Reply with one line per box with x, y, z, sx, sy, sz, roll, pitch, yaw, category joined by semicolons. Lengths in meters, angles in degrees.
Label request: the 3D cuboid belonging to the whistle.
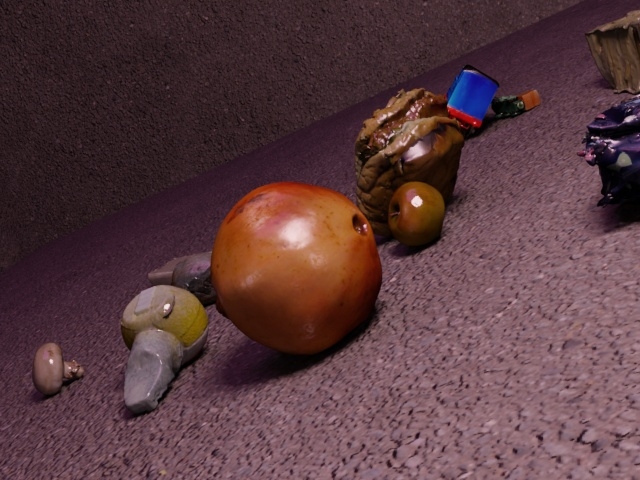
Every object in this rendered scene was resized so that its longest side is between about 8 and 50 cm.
-0.211;0.148;1.251;0.123;0.123;0.223;-22;34;20;whistle

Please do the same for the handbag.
0.387;-0.119;1.042;0.162;0.113;0.260;-11;11;32;handbag

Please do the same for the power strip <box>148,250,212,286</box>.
-0.271;0.058;1.844;0.081;0.035;0.192;-36;15;-33;power strip

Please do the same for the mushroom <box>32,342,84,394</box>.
-0.416;0.203;1.481;0.079;0.085;0.085;0;4;-18;mushroom

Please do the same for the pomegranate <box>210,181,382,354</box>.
-0.025;0.031;1.090;0.209;0.209;0.209;-25;12;6;pomegranate

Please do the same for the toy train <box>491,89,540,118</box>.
0.379;-0.271;1.841;0.064;0.044;0.103;-27;14;-18;toy train

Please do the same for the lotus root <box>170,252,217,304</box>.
-0.178;0.060;1.548;0.165;0.088;0.088;-12;16;17;lotus root

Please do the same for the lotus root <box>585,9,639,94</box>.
0.541;-0.324;1.552;0.138;0.119;0.235;-26;11;5;lotus root

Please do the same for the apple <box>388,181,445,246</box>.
0.131;-0.036;1.273;0.074;0.089;0.089;5;13;-2;apple

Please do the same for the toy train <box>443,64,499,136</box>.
0.293;-0.282;1.863;0.204;0.083;0.131;-66;0;-73;toy train

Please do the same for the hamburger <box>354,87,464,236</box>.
0.135;-0.107;1.365;0.183;0.206;0.130;-31;45;-29;hamburger
